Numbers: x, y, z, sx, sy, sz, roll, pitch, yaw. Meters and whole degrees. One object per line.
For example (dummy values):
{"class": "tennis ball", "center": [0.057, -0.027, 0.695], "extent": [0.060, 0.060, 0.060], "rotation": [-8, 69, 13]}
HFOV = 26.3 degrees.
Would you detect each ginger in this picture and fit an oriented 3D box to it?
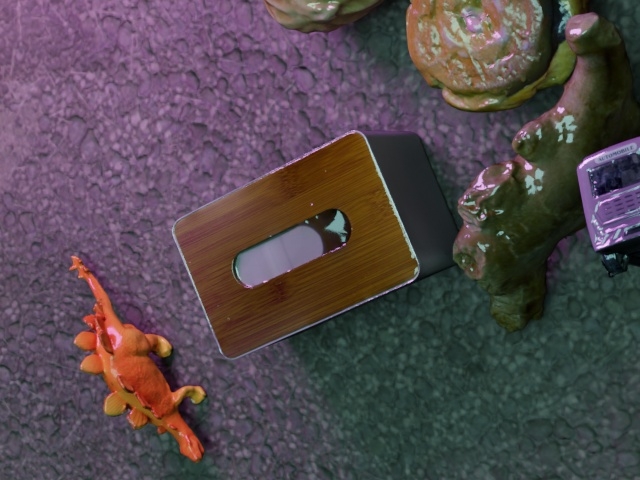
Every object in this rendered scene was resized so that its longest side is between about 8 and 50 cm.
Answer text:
{"class": "ginger", "center": [0.223, -0.056, 1.297], "extent": [0.080, 0.166, 0.333], "rotation": [53, 126, 49]}

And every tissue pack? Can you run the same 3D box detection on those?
{"class": "tissue pack", "center": [0.001, 0.001, 1.412], "extent": [0.246, 0.136, 0.159], "rotation": [-26, 84, 28]}

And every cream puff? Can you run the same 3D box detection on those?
{"class": "cream puff", "center": [0.174, -0.217, 1.303], "extent": [0.189, 0.129, 0.189], "rotation": [10, 112, 25]}

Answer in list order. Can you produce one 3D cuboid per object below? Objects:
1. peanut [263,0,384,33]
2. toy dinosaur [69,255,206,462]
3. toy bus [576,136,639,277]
{"class": "peanut", "center": [0.066, -0.327, 1.336], "extent": [0.325, 0.153, 0.140], "rotation": [-36, 120, 28]}
{"class": "toy dinosaur", "center": [-0.224, 0.135, 1.553], "extent": [0.070, 0.117, 0.288], "rotation": [-39, 80, 26]}
{"class": "toy bus", "center": [0.304, -0.028, 1.220], "extent": [0.096, 0.199, 0.108], "rotation": [-21, 74, 27]}
